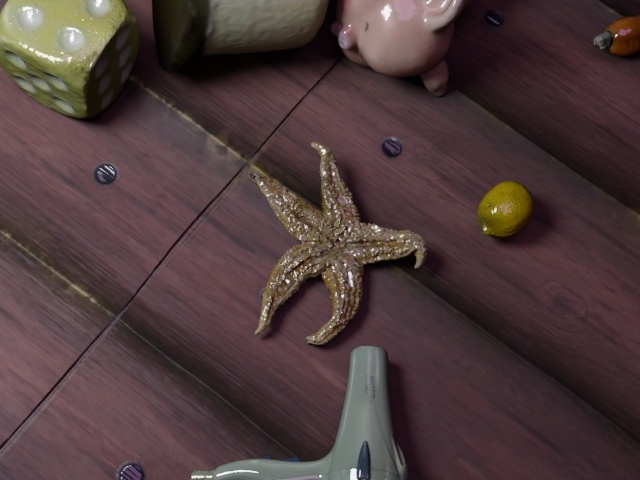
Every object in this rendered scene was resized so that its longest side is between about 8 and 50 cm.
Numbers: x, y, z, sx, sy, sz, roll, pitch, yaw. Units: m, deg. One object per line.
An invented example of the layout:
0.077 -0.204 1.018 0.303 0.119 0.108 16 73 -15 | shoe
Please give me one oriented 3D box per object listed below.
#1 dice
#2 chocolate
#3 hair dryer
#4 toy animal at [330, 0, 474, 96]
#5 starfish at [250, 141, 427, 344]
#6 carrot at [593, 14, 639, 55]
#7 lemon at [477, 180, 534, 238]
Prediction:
-0.392 -0.307 1.427 0.169 0.169 0.166 28 69 4 | dice
-0.108 -0.437 1.463 0.296 0.326 0.314 4 66 -24 | chocolate
0.003 0.273 1.311 0.298 0.119 0.296 20 62 14 | hair dryer
0.156 -0.410 1.527 0.326 0.237 0.269 -31 65 -19 | toy animal
0.000 0.001 1.421 0.299 0.060 0.303 -22 80 -8 | starfish
0.633 -0.384 1.651 0.335 0.069 0.069 -14 72 -19 | carrot
0.296 -0.047 1.466 0.082 0.082 0.110 43 63 9 | lemon
